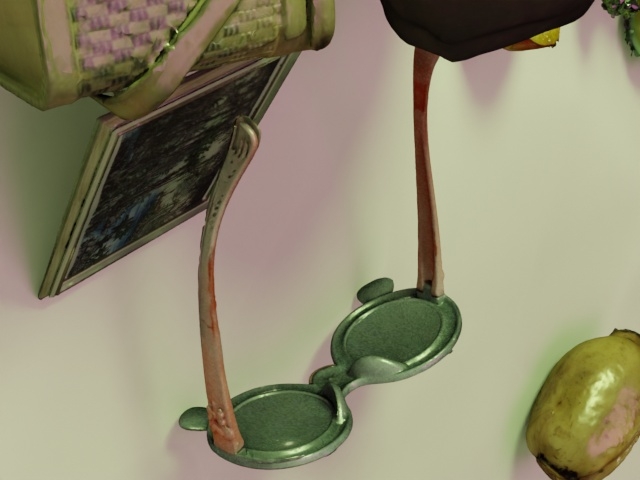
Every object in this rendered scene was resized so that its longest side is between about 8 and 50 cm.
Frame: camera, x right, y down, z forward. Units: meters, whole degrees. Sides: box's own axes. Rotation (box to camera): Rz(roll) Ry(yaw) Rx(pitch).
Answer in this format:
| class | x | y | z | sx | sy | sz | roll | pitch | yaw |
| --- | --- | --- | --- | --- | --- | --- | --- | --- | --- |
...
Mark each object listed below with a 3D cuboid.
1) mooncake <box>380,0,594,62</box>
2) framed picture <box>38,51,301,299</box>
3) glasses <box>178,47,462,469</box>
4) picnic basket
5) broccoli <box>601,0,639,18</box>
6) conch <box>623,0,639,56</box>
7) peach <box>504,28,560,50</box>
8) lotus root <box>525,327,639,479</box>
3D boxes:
| class | x | y | z | sx | sy | sz | roll | pitch | yaw |
| --- | --- | --- | --- | --- | --- | --- | --- | --- | --- |
| mooncake | 0.054 | -0.238 | 0.545 | 0.283 | 0.141 | 0.283 | -17 | 90 | -76 |
| framed picture | -0.084 | -0.038 | 0.563 | 0.142 | 0.011 | 0.183 | -34 | 168 | -37 |
| glasses | 0.000 | 0.000 | 0.681 | 0.234 | 0.118 | 0.269 | -31 | 128 | -36 |
| picnic basket | -0.099 | -0.199 | 0.440 | 0.139 | 0.165 | 0.267 | -19 | 118 | -30 |
| broccoli | 0.297 | -0.260 | 0.942 | 0.097 | 0.092 | 0.095 | -49 | 153 | -50 |
| conch | 0.354 | -0.270 | 1.022 | 0.094 | 0.079 | 0.201 | -1 | 115 | -30 |
| peach | 0.157 | -0.199 | 0.828 | 0.098 | 0.061 | 0.098 | 13 | 73 | -49 |
| lotus root | 0.305 | 0.173 | 1.107 | 0.221 | 0.118 | 0.125 | -54 | 170 | -23 |
